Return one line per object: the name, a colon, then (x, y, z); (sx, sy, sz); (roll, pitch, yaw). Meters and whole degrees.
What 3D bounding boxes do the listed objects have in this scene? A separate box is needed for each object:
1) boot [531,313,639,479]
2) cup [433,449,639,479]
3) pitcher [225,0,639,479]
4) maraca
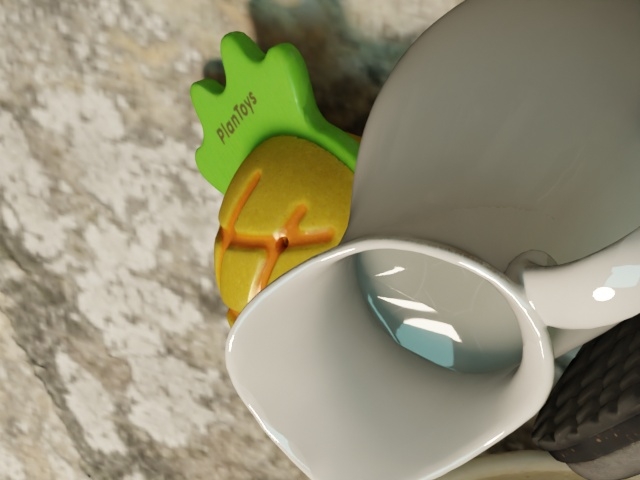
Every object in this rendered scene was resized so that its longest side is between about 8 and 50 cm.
boot: (0.253, 0.071, 0.651); (0.222, 0.118, 0.338); (46, 137, -13)
cup: (0.086, 0.284, 0.795); (0.331, 0.331, 0.237); (34, 156, 6)
pitcher: (0.083, -0.018, 0.618); (0.178, 0.207, 0.125); (-22, 109, 39)
maraca: (0.000, 0.000, 0.760); (0.185, 0.099, 0.127); (59, 144, 11)
